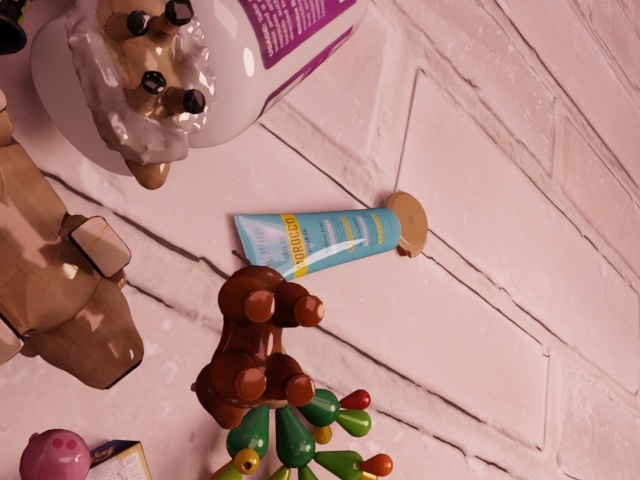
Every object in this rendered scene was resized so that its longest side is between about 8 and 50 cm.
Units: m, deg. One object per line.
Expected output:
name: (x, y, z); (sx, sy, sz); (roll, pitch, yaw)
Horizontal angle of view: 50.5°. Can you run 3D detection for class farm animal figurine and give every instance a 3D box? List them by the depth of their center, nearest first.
farm animal figurine: (-0.185, 0.043, 0.399); (0.330, 0.172, 0.326); (-23, 102, -23)

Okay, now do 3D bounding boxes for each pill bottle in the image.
pill bottle: (-0.091, -0.185, 0.584); (0.169, 0.169, 0.301); (58, 45, -20)

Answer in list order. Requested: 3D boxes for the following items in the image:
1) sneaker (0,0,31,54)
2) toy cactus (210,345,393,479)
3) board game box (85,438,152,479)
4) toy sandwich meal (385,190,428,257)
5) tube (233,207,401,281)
sneaker: (-0.231, -0.163, 0.473); (0.097, 0.084, 0.234); (34, 59, 8)
toy cactus: (-0.029, 0.169, 0.626); (0.219, 0.112, 0.180); (-14, 81, -39)
board game box: (-0.169, 0.289, 0.476); (0.165, 0.042, 0.243); (-19, 95, -47)
toy sandwich meal: (0.105, -0.021, 0.858); (0.086, 0.029, 0.085); (14, 68, -40)
tube: (0.000, 0.000, 0.730); (0.207, 0.052, 0.080); (-11, 79, -41)
